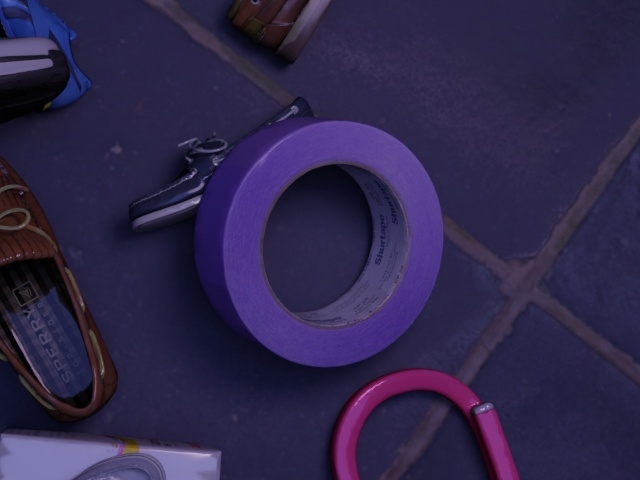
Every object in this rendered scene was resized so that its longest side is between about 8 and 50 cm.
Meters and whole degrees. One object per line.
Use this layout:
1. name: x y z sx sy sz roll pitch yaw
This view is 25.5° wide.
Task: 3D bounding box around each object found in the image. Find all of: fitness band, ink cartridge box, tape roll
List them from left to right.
1. ink cartridge box: -0.235 0.296 1.528 0.232 0.171 0.168 6 84 -9
2. tape roll: 0.000 0.000 1.591 0.274 0.090 0.275 -4 99 -25
3. fitness band: 0.127 0.293 1.650 0.209 0.054 0.291 -17 87 -10

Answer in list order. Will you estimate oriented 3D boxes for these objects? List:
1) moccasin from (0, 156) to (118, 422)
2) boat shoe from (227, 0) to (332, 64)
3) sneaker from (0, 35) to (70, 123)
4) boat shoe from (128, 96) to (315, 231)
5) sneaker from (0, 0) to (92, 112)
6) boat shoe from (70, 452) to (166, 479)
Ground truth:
1. moccasin: -0.351 0.030 1.545 0.139 0.147 0.380 -25 88 -10
2. boat shoe: 0.001 -0.363 1.660 0.104 0.111 0.307 31 80 -7
3. sneaker: -0.492 -0.242 1.452 0.447 0.169 0.257 -6 81 -13
4. boat shoe: -0.112 -0.088 1.624 0.254 0.095 0.079 -26 91 -12
5. sneaker: -0.336 -0.248 1.622 0.082 0.069 0.209 -29 87 -30
6. boat shoe: -0.254 0.286 1.397 0.227 0.081 0.079 -29 90 -10
